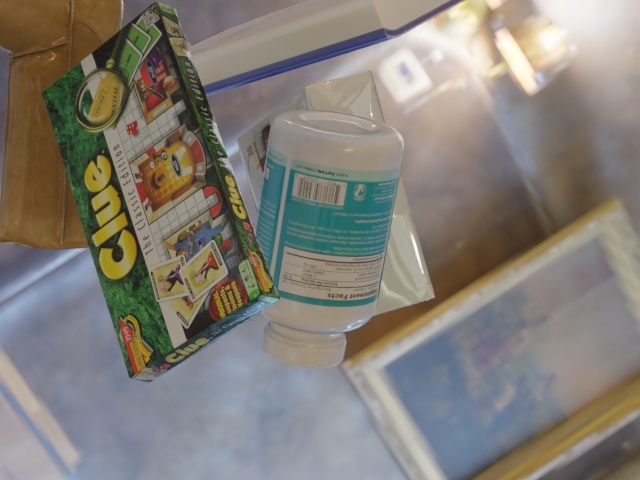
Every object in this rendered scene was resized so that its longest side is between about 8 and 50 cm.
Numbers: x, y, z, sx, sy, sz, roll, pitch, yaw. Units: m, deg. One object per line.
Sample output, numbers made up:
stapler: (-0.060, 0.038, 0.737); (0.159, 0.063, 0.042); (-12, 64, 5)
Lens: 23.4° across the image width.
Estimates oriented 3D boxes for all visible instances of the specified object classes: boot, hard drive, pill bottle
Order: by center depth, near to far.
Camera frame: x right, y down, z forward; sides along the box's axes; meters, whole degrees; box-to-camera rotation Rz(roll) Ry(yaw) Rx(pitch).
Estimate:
hard drive: (-0.013, -0.188, 1.392); (0.319, 0.210, 0.040); (-12, -75, 40)
boot: (-0.286, -0.123, 1.455); (0.089, 0.236, 0.269); (-144, -125, -61)
pill bottle: (0.000, 0.000, 1.671); (0.146, 0.146, 0.264); (-134, -129, -64)

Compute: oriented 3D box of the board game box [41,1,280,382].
board game box: (-0.127, -0.038, 1.171); (0.030, 0.136, 0.259); (11, 51, -51)

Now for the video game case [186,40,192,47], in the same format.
video game case: (-0.199, -0.204, 1.989); (0.011, 0.122, 0.087); (17, -12, 28)

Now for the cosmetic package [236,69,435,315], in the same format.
cosmetic package: (0.009, -0.037, 1.983); (0.377, 0.097, 0.284); (157, -85, -73)
